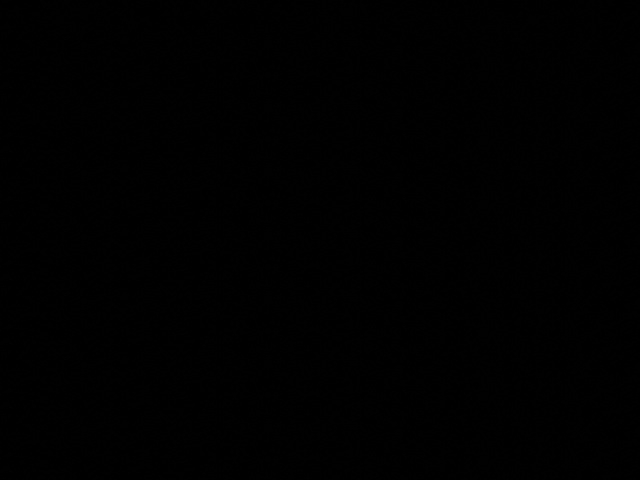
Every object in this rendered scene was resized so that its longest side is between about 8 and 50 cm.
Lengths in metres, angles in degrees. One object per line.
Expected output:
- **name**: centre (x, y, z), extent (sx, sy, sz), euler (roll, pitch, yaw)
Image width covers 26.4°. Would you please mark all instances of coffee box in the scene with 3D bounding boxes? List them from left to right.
- **coffee box**: centre (0.000, 0.000, 0.200), extent (0.334, 0.338, 0.337), euler (42, 135, 44)
